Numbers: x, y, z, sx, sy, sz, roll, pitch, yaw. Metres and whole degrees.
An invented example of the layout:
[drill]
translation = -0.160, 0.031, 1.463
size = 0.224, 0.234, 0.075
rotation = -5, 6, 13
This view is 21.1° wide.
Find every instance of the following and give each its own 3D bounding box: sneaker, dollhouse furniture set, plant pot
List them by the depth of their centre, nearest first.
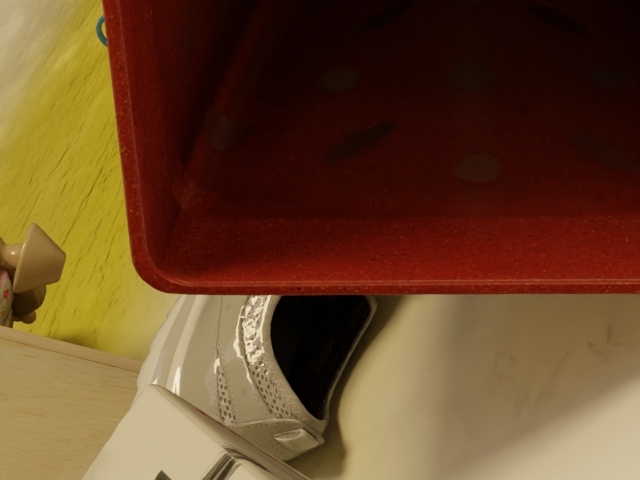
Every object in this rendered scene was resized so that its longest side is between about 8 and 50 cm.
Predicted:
[plant pot]
translation = 0.061, -0.152, 0.712
size = 0.267, 0.267, 0.235
rotation = 0, 32, 5
[sneaker]
translation = 0.000, 0.000, 0.913
size = 0.115, 0.105, 0.281
rotation = -7, 59, 40
[dollhouse furniture set]
translation = -0.192, 0.162, 1.064
size = 0.355, 0.174, 0.303
rotation = 115, 170, -71

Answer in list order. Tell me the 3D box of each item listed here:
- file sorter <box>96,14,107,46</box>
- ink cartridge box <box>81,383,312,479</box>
[file sorter]
translation = -0.078, -0.198, 1.239
size = 0.104, 0.118, 0.170
rotation = -33, 32, 40
[ink cartridge box]
translation = -0.001, 0.147, 0.645
size = 0.086, 0.148, 0.203
rotation = -56, 25, -4
